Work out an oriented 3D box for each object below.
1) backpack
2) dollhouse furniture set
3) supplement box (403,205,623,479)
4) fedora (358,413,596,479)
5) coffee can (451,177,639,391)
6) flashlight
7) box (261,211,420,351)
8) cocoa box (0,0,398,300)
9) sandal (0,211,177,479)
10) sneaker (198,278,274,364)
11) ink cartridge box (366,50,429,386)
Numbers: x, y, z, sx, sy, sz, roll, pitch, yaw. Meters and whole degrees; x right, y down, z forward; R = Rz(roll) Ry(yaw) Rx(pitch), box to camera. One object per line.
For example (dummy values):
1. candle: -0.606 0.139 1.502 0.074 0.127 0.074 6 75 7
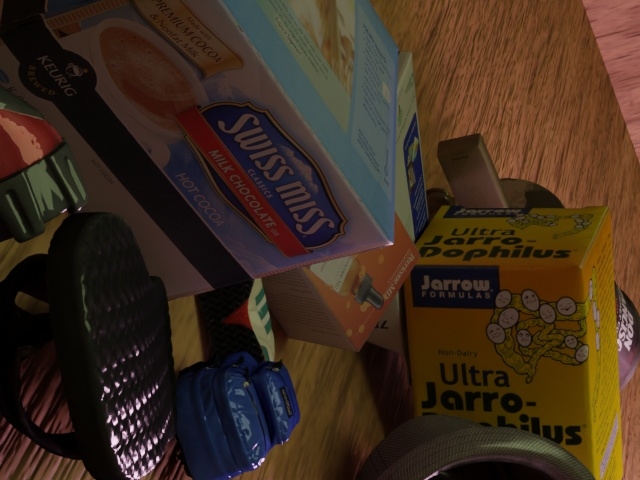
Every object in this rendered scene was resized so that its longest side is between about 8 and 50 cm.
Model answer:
1. backpack: -0.074 0.142 1.538 0.120 0.101 0.098 -31 100 -77
2. dollhouse furniture set: 0.128 -0.097 2.133 0.123 0.151 0.144 -79 150 -48
3. supplement box: 0.216 0.157 2.034 0.195 0.194 0.356 -51 138 -64
4. fedora: 0.143 0.270 1.890 0.275 0.243 0.124 20 21 -30
5. coffee can: 0.259 0.076 2.286 0.275 0.202 0.201 46 36 -51
6. flashlight: -0.262 -0.144 1.266 0.103 0.103 0.304 -32 106 -31
7. box: 0.000 0.000 1.769 0.130 0.091 0.170 -56 135 -26
8. cocoa box: -0.104 -0.152 1.475 0.347 0.228 0.231 54 30 -45
9. sandal: -0.165 0.087 1.279 0.446 0.107 0.167 90 -5 -81
10. sneaker: -0.074 0.067 1.675 0.075 0.057 0.161 62 18 -75
11. ink cartridge box: 0.068 -0.020 1.973 0.165 0.065 0.332 -68 155 -50
